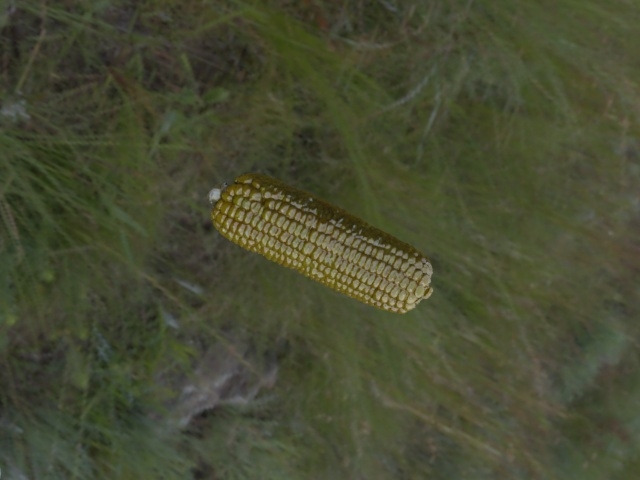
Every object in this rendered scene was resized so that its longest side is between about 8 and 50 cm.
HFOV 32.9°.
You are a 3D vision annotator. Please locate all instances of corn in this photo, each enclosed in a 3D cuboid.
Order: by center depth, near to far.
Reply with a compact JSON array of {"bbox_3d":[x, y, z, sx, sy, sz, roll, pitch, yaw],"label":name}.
[{"bbox_3d":[0.000,0.000,0.919,0.068,0.207,0.068,24,90,-85],"label":"corn"}]
